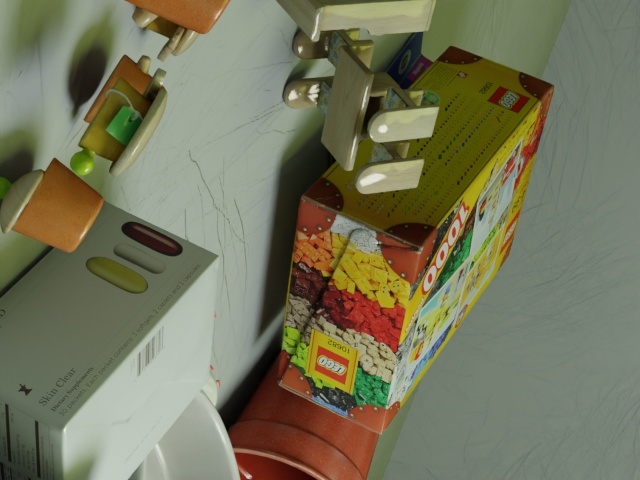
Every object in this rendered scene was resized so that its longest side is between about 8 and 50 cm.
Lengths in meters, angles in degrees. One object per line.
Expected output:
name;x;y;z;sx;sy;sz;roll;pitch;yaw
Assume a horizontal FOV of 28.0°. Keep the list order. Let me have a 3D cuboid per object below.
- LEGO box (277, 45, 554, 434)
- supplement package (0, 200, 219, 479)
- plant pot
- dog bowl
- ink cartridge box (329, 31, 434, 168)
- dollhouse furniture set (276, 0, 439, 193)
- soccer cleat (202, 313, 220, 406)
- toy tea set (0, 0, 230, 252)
LEGO box;0.149;-0.014;1.985;0.500;0.193;0.373;-48;154;-44
supplement package;-0.234;0.129;1.278;0.262;0.145;0.204;-51;159;-42
plant pot;-0.020;0.310;2.068;0.272;0.272;0.265;94;17;-51
dog bowl;-0.184;0.315;1.471;0.349;0.102;0.349;-12;90;-75
ink cartridge box;0.113;-0.140;2.145;0.324;0.071;0.330;-55;162;-32
dollhouse furniture set;0.022;-0.202;1.550;0.161;0.212;0.242;-9;130;-27
soccer cleat;-0.175;0.167;1.679;0.076;0.068;0.196;-42;145;-44
toy tea set;-0.192;-0.154;1.134;0.336;0.124;0.200;-63;-166;-20
